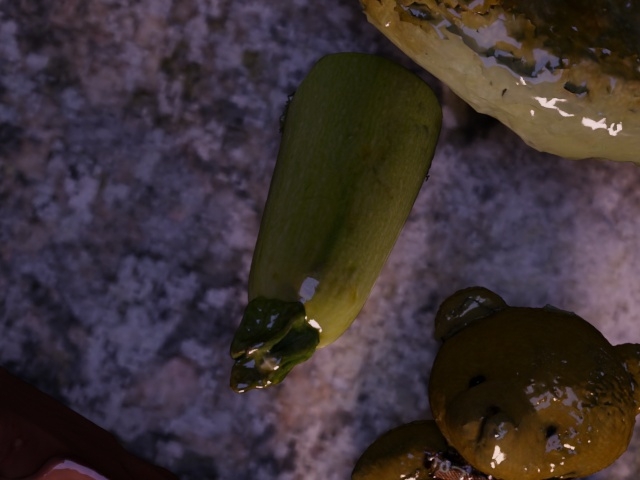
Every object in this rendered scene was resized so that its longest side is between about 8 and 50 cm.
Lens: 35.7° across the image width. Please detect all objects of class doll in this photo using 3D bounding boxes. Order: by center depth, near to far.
[{"bbox_3d":[0.083,0.130,0.510,0.137,0.097,0.209,23,91,18],"label":"doll"}]

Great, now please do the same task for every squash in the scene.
[{"bbox_3d":[-0.001,0.000,0.531,0.090,0.075,0.200,31,63,-17],"label":"squash"}]

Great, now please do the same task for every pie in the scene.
[{"bbox_3d":[0.149,-0.188,0.525,0.371,0.078,0.296,27,73,-2],"label":"pie"}]

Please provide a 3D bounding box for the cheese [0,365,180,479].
[{"bbox_3d":[-0.136,0.142,0.488,0.203,0.128,0.177,-27,87,-2],"label":"cheese"}]
